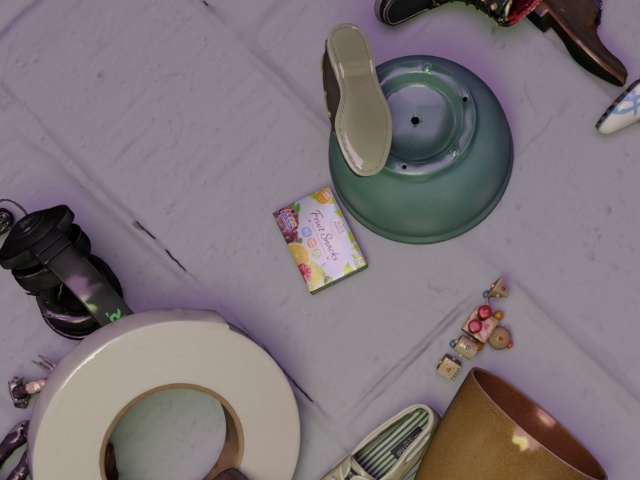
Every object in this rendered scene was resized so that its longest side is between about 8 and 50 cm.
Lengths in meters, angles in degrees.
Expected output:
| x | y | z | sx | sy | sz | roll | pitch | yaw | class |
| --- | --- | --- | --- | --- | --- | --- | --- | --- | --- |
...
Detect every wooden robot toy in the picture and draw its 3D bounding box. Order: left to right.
| x | y | z | sx | sy | sz | roll | pitch | yaw | class |
| --- | --- | --- | --- | --- | --- | --- | --- | --- | --- |
| 0.250 | 0.144 | 1.718 | 0.079 | 0.076 | 0.173 | 34 | 84 | 2 | wooden robot toy |

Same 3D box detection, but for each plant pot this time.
| x | y | z | sx | sy | sz | roll | pitch | yaw | class |
| --- | --- | --- | --- | --- | --- | --- | --- | --- | --- |
| 0.145 | -0.156 | 1.727 | 0.293 | 0.196 | 0.293 | -2 | 78 | 8 | plant pot |
| 0.229 | 0.351 | 1.610 | 0.237 | 0.237 | 0.254 | 39 | 99 | 13 | plant pot |

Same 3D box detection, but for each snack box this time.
| x | y | z | sx | sy | sz | roll | pitch | yaw | class |
| --- | --- | --- | --- | --- | --- | --- | --- | --- | --- |
| 0.000 | 0.000 | 1.793 | 0.100 | 0.037 | 0.141 | -26 | 76 | 0 | snack box |

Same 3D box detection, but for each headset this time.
| x | y | z | sx | sy | sz | roll | pitch | yaw | class |
| --- | --- | --- | --- | --- | --- | --- | --- | --- | --- |
| -0.413 | 0.065 | 1.738 | 0.185 | 0.243 | 0.394 | -41 | 51 | -15 | headset |

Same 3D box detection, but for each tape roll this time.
| x | y | z | sx | sy | sz | roll | pitch | yaw | class |
| --- | --- | --- | --- | --- | --- | --- | --- | --- | --- |
| -0.216 | 0.288 | 1.629 | 0.392 | 0.072 | 0.392 | -6 | 106 | -21 | tape roll |

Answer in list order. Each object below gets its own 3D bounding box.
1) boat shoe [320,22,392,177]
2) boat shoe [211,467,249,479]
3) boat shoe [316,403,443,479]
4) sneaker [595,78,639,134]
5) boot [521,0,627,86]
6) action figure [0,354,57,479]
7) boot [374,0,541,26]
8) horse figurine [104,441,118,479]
| x | y | z | sx | sy | sz | roll | pitch | yaw | class |
| --- | --- | --- | --- | --- | --- | --- | --- | --- | --- |
| 0.048 | -0.189 | 1.615 | 0.081 | 0.069 | 0.228 | -4 | 73 | -13 | boat shoe |
| -0.059 | 0.436 | 1.600 | 0.285 | 0.103 | 0.092 | 48 | 44 | -1 | boat shoe |
| 0.057 | 0.344 | 1.673 | 0.302 | 0.094 | 0.109 | -44 | 57 | -8 | boat shoe |
| 0.531 | -0.224 | 1.753 | 0.237 | 0.085 | 0.086 | -31 | 84 | 3 | sneaker |
| 0.419 | -0.341 | 1.791 | 0.106 | 0.082 | 0.219 | -44 | 75 | -1 | boot |
| -0.439 | 0.301 | 1.760 | 0.185 | 0.099 | 0.285 | 40 | 82 | 20 | action figure |
| 0.218 | -0.386 | 1.795 | 0.236 | 0.085 | 0.178 | -35 | 53 | -5 | boot |
| -0.392 | 0.418 | 1.707 | 0.263 | 0.174 | 0.066 | -38 | 63 | -15 | horse figurine |
